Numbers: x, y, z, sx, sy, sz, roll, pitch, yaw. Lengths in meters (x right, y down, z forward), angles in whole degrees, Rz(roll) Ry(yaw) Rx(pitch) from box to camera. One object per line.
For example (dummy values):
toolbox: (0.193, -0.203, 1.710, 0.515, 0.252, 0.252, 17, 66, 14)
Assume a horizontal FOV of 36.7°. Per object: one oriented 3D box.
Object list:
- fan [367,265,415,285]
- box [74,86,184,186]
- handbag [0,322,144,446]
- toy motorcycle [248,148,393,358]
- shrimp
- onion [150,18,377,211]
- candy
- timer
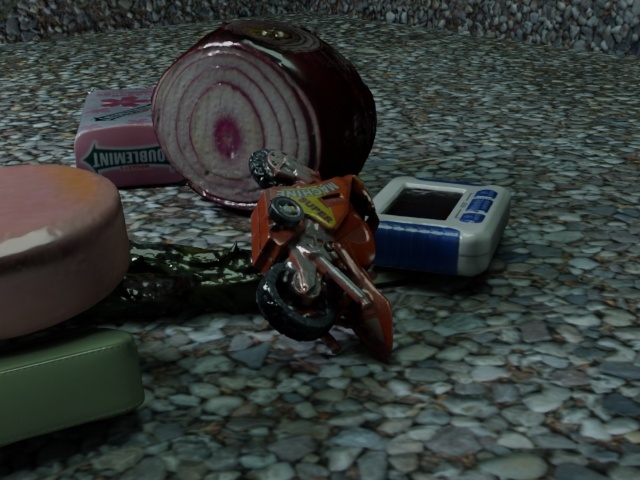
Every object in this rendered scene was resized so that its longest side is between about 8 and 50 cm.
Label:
fan: (0.050, 0.047, 1.207, 0.152, 0.008, 0.227, 1, 20, 0)
box: (-0.336, -0.197, 1.731, 0.190, 0.112, 0.370, -3, 21, -11)
handbag: (-0.304, 0.135, 0.900, 0.256, 0.079, 0.219, -11, 8, -28)
toy motorcycle: (-0.002, 0.000, 1.078, 0.171, 0.089, 0.298, 22, 36, -25)
shrimp: (-0.210, 0.045, 1.054, 0.445, 0.085, 0.272, 1, 6, -12)
onion: (-0.070, -0.202, 1.487, 0.336, 0.282, 0.260, 11, 26, 28)
candy: (-0.304, 0.009, 0.900, 0.255, 0.094, 0.255, -4, 25, 2)
timer: (0.150, -0.017, 1.270, 0.178, 0.078, 0.253, 6, 19, 17)
